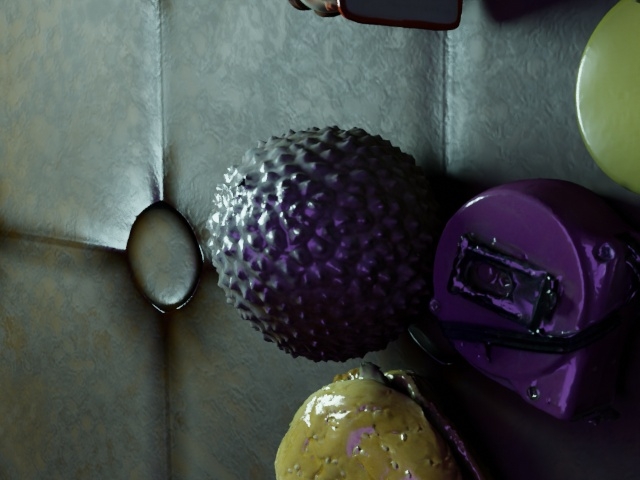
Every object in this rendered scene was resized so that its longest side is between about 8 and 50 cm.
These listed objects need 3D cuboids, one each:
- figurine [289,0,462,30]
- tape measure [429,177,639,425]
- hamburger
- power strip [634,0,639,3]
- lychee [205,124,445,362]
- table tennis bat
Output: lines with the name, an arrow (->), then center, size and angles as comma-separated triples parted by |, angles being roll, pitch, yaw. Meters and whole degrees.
figurine -> 0.024, -0.320, 1.878 | 0.226, 0.183, 0.160 | 3, 92, 52
tape measure -> 0.241, 0.053, 1.745 | 0.245, 0.149, 0.231 | 25, 114, 37
hamburger -> 0.074, 0.298, 1.945 | 0.283, 0.145, 0.259 | 51, 130, 31
power strip -> 0.305, -0.310, 1.696 | 0.169, 0.028, 0.076 | 37, 113, 39
lychee -> 0.000, 0.005, 1.872 | 0.300, 0.300, 0.300 | 8, 102, 41
table tennis bat -> 0.412, -0.158, 1.627 | 0.369, 0.054, 0.224 | 0, 91, 45
